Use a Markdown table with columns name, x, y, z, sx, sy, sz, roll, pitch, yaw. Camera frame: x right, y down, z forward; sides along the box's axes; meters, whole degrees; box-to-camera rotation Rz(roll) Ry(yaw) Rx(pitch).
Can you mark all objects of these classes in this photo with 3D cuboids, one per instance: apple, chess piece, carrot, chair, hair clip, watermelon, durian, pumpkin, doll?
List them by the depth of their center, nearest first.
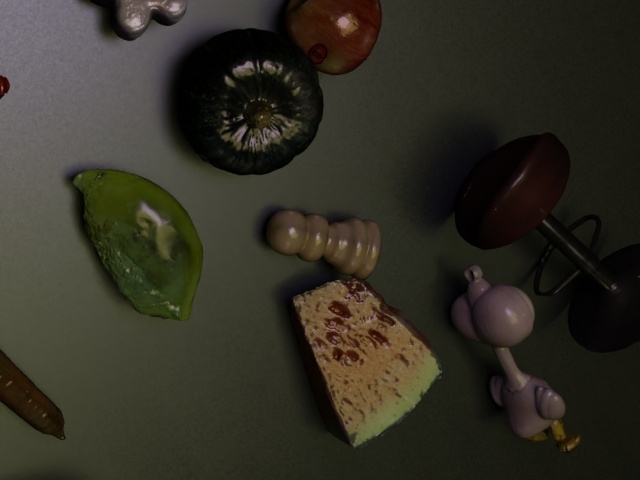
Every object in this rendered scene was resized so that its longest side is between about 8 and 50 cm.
| name | x | y | z | sx | sy | sz | roll | pitch | yaw |
| --- | --- | --- | --- | --- | --- | --- | --- | --- | --- |
| hair clip | -0.292 | -0.374 | 1.703 | 0.257 | 0.075 | 0.146 | 35 | 87 | -25 |
| carrot | -0.456 | 0.162 | 1.718 | 0.070 | 0.070 | 0.342 | -46 | 123 | -14 |
| durian | -0.242 | 0.001 | 1.779 | 0.139 | 0.101 | 0.250 | -28 | 112 | -21 |
| pumpkin | -0.097 | -0.193 | 1.793 | 0.212 | 0.152 | 0.211 | -4 | 101 | -23 |
| apple | 0.017 | -0.320 | 1.842 | 0.131 | 0.146 | 0.146 | 28 | 86 | -21 |
| chess piece | 0.000 | 0.000 | 1.922 | 0.171 | 0.094 | 0.094 | 12 | 94 | -27 |
| watermelon | 0.049 | 0.165 | 1.970 | 0.193 | 0.140 | 0.256 | -37 | 105 | -13 |
| chair | 0.379 | -0.014 | 2.047 | 0.401 | 0.226 | 0.226 | 40 | 80 | -29 |
| doll | 0.312 | 0.197 | 2.090 | 0.094 | 0.160 | 0.365 | -34 | 113 | -26 |

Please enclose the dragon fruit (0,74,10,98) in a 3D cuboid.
| name | x | y | z | sx | sy | sz | roll | pitch | yaw |
| --- | --- | --- | --- | --- | --- | --- | --- | --- | --- |
| dragon fruit | -0.464 | -0.186 | 1.642 | 0.126 | 0.068 | 0.112 | -30 | 112 | -22 |
